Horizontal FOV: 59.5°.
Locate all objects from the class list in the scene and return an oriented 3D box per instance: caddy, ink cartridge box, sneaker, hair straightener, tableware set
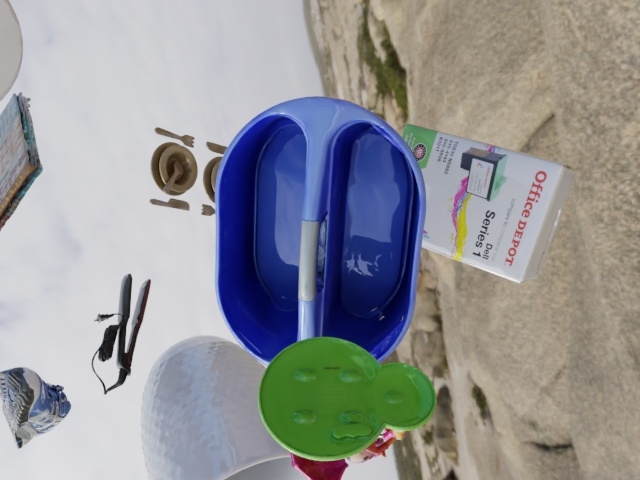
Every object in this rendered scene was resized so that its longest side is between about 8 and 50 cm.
[{"bbox_3d":[0.000,0.000,0.678,0.179,0.241,0.341,-58,-28,-71],"label":"caddy"},{"bbox_3d":[0.262,-0.069,0.972,0.117,0.278,0.201,-3,-68,-58],"label":"ink cartridge box"},{"bbox_3d":[-0.404,0.224,0.795,0.080,0.081,0.211,58,144,16],"label":"sneaker"},{"bbox_3d":[-0.380,0.167,1.036,0.089,0.047,0.230,24,-121,-33],"label":"hair straightener"},{"bbox_3d":[-0.193,-0.108,0.932,0.194,0.039,0.128,8,-96,-54],"label":"tableware set"}]

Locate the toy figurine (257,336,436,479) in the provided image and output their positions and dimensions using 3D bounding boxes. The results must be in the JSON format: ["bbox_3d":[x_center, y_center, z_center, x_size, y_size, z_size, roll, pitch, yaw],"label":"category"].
[{"bbox_3d":[0.026,0.200,0.597,0.159,0.173,0.130,90,179,-47],"label":"toy figurine"}]

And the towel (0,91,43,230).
[{"bbox_3d":[-0.615,-0.110,1.056,0.040,0.271,0.370,30,-167,-41],"label":"towel"}]

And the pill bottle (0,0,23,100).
[{"bbox_3d":[-0.381,-0.204,0.512,0.283,0.160,0.160,30,147,43],"label":"pill bottle"}]

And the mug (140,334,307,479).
[{"bbox_3d":[-0.210,0.384,1.046,0.374,0.276,0.328,-60,43,22],"label":"mug"}]
